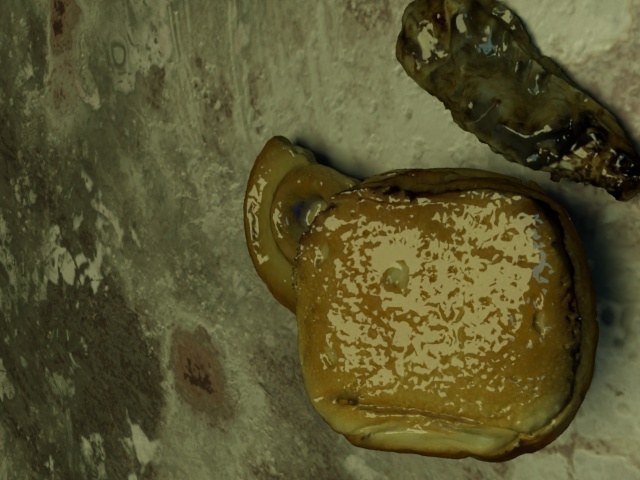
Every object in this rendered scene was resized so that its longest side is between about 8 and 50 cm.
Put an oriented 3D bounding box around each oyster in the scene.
[{"bbox_3d":[0.197,-0.153,0.864,0.345,0.079,0.128,47,118,30],"label":"oyster"}]

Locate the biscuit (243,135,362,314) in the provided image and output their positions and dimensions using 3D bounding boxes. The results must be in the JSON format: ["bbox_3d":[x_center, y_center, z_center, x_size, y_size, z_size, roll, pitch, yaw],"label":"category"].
[{"bbox_3d":[-0.001,0.000,1.059,0.274,0.091,0.213,27,113,35],"label":"biscuit"}]

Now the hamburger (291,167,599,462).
[{"bbox_3d":[0.125,0.069,0.857,0.305,0.174,0.284,4,105,20],"label":"hamburger"}]
